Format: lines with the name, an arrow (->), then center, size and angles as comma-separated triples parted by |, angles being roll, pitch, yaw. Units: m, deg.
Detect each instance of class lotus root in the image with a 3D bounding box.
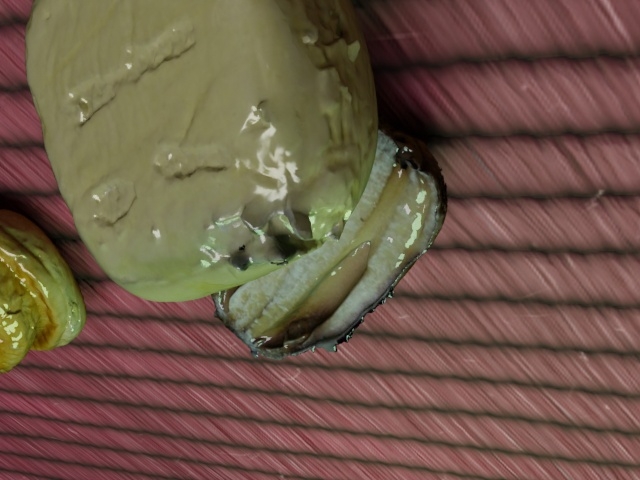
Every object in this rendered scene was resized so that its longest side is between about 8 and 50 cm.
lotus root -> 0.000, 0.000, 0.729 | 0.167, 0.078, 0.329 | 49, 138, 5

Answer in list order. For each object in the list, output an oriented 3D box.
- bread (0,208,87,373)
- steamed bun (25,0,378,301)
bread -> -0.380, 0.047, 0.906 | 0.236, 0.120, 0.198 | 6, 133, 18
steamed bun -> -0.064, -0.097, 0.554 | 0.232, 0.166, 0.273 | -29, 77, 35
